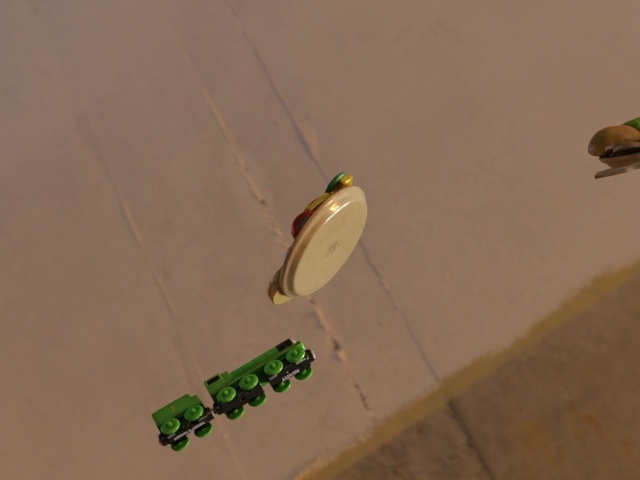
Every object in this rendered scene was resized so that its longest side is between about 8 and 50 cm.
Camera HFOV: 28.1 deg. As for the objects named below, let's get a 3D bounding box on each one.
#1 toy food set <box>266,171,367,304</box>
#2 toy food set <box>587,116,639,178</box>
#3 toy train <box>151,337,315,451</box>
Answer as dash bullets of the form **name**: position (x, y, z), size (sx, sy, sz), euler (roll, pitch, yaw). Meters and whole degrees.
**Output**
- **toy food set**: position (0.000, 0.000, 0.786), size (0.020, 0.083, 0.082), euler (35, -127, 22)
- **toy food set**: position (0.320, -0.101, 1.223), size (0.132, 0.192, 0.039), euler (-15, -85, 17)
- **toy train**: position (-0.041, 0.071, 0.602), size (0.083, 0.017, 0.024), euler (-29, -144, -10)
